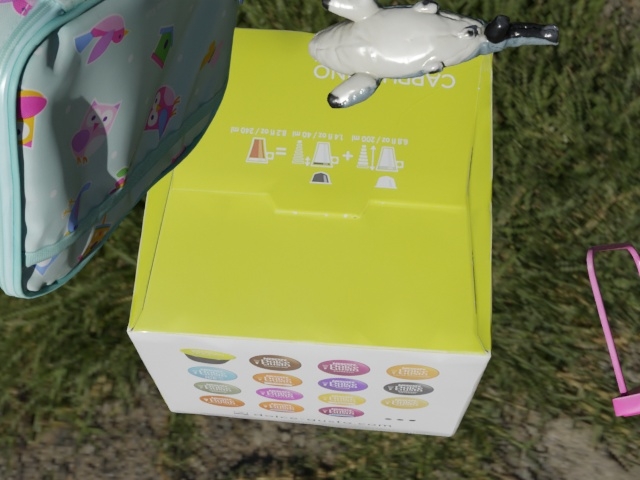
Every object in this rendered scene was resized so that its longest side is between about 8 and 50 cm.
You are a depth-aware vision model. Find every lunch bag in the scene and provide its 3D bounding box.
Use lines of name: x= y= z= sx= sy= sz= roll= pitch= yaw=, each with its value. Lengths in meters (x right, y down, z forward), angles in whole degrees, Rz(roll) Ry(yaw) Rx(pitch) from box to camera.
lunch bag: x=-0.149 y=-0.107 z=0.741 sx=0.107 sy=0.279 sz=0.224 roll=23 pitch=133 yaw=15

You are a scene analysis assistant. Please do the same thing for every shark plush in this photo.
shark plush: x=0.067 y=-0.136 z=0.722 sx=0.161 sy=0.067 sz=0.073 roll=-13 pitch=95 yaw=17

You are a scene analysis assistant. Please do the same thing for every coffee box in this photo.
coffee box: x=0.000 y=0.000 z=1.223 sx=0.337 sy=0.334 sz=0.338 roll=4 pitch=68 yaw=1

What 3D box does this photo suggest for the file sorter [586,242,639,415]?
file sorter: x=0.445 y=0.051 z=1.157 sx=0.290 sy=0.202 sz=0.182 roll=-17 pitch=83 yaw=30
